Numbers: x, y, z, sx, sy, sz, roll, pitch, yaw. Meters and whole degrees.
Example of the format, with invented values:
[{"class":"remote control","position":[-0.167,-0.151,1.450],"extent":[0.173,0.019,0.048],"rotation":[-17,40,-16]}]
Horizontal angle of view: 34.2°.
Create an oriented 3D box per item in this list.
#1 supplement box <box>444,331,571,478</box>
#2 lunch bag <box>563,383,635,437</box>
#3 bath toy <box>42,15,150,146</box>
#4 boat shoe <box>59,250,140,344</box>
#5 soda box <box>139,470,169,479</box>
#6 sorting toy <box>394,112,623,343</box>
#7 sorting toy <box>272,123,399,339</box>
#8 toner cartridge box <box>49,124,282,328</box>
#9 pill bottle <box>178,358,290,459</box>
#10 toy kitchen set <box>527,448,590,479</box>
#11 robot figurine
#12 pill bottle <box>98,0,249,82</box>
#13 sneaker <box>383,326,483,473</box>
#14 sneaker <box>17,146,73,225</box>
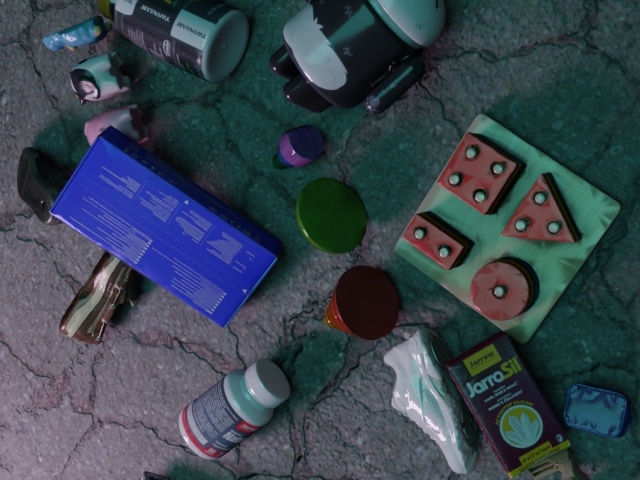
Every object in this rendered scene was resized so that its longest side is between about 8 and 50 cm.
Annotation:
[{"class":"supplement box","position":[0.276,0.242,1.550],"extent":[0.104,0.081,0.188],"rotation":[-30,86,1]},{"class":"lunch bag","position":[0.410,0.250,1.522],"extent":[0.098,0.065,0.067],"rotation":[13,85,24]},{"class":"bath toy","position":[-0.368,-0.203,1.798],"extent":[0.129,0.151,0.348],"rotation":[-18,96,10]},{"class":"boat shoe","position":[-0.362,0.077,1.859],"extent":[0.095,0.095,0.257],"rotation":[32,108,-17]},{"class":"soda box","position":[-0.286,0.484,1.814],"extent":[0.060,0.053,0.169],"rotation":[-57,29,18]},{"class":"sorting toy","position":[0.265,-0.016,1.549],"extent":[0.255,0.089,0.257],"rotation":[37,108,17]},{"class":"sorting toy","position":[0.000,0.000,1.685],"extent":[0.126,0.127,0.365],"rotation":[-32,77,54]},{"class":"toner cartridge box","position":[-0.252,-0.021,1.718],"extent":[0.348,0.075,0.165],"rotation":[35,110,-9]},{"class":"pill bottle","position":[-0.142,0.281,1.753],"extent":[0.180,0.108,0.108],"rotation":[-39,79,23]},{"class":"toy kitchen set","position":[0.359,0.366,1.557],"extent":[0.075,0.083,0.068],"rotation":[-30,124,24]},{"class":"robot figurine","position":[0.058,-0.311,1.576],"extent":[0.278,0.173,0.209],"rotation":[-37,103,23]},{"class":"pill bottle","position":[-0.251,-0.366,1.731],"extent":[0.245,0.130,0.130],"rotation":[28,106,20]},{"class":"sneaker","position":[0.172,0.259,1.629],"extent":[0.115,0.090,0.232],"rotation":[-29,74,31]},{"class":"sneaker","position":[-0.470,-0.095,1.890],"extent":[0.227,0.130,0.087],"rotation":[40,117,46]}]
